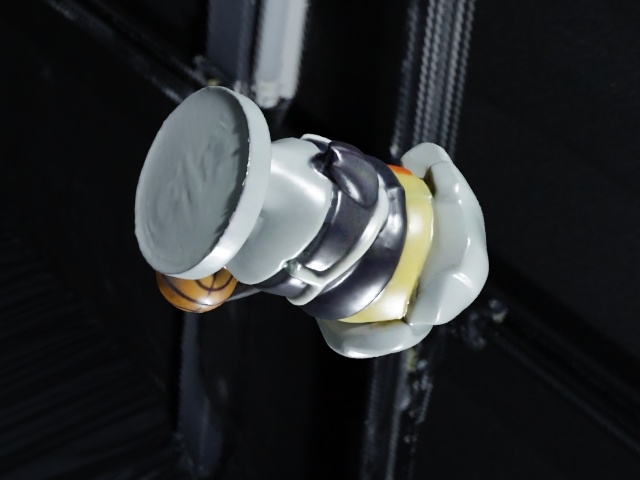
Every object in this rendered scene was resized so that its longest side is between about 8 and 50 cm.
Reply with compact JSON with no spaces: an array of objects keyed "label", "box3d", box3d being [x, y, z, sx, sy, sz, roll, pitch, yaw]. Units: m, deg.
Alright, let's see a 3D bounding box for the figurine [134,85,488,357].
[{"label":"figurine","box3d":[0.000,0.000,0.713,0.176,0.236,0.133,-39,-130,36]}]
